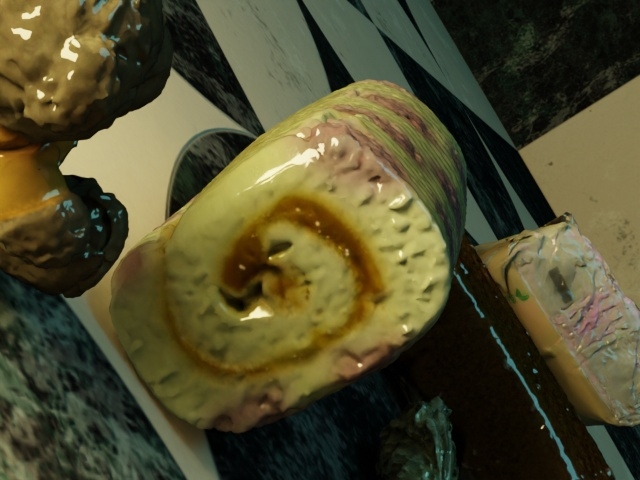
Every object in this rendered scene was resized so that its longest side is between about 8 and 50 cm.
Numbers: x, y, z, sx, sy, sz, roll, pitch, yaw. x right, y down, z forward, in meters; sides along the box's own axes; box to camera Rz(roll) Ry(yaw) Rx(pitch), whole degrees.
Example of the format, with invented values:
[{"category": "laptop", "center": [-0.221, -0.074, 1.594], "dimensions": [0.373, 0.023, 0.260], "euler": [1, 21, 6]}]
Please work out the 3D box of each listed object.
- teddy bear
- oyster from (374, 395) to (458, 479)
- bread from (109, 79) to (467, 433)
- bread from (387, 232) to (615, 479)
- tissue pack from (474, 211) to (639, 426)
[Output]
[{"category": "teddy bear", "center": [-0.134, -0.078, 0.684], "dimensions": [0.140, 0.190, 0.177], "euler": [12, 60, -31]}, {"category": "oyster", "center": [0.078, 0.181, 1.125], "dimensions": [0.177, 0.064, 0.125], "euler": [47, 28, -75]}, {"category": "bread", "center": [0.000, 0.000, 0.979], "dimensions": [0.155, 0.187, 0.338], "euler": [53, 12, -6]}, {"category": "bread", "center": [0.106, 0.072, 1.350], "dimensions": [0.416, 0.113, 0.165], "euler": [60, 13, 14]}, {"category": "tissue pack", "center": [0.222, 0.087, 1.519], "dimensions": [0.215, 0.123, 0.257], "euler": [57, -17, -3]}]
